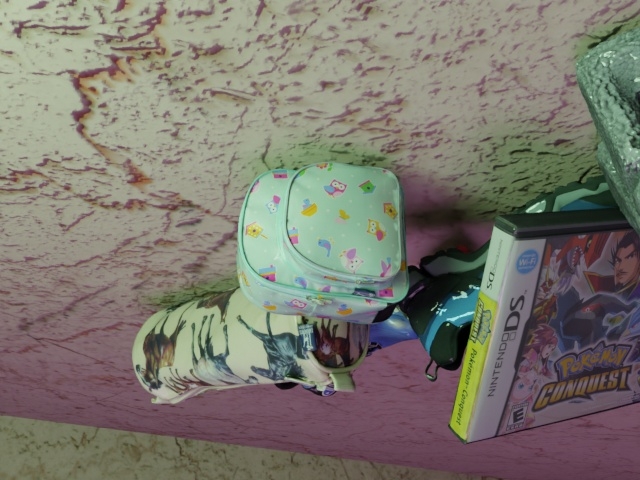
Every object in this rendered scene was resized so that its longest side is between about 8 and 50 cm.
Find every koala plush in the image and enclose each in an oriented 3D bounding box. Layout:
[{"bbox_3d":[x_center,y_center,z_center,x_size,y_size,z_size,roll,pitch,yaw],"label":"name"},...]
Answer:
[{"bbox_3d":[0.356,-0.079,0.509,0.221,0.203,0.196,-22,143,19],"label":"koala plush"}]

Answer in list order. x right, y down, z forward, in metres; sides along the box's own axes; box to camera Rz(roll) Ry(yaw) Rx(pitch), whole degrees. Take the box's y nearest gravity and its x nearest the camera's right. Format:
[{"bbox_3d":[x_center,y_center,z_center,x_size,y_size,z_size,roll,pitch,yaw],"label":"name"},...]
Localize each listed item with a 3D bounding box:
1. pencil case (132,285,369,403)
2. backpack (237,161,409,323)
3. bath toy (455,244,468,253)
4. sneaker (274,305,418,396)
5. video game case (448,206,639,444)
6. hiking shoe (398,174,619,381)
[{"bbox_3d":[-0.123,0.165,1.017,0.410,0.183,0.160,-17,147,36],"label":"pencil case"},{"bbox_3d":[0.000,0.000,0.698,0.188,0.165,0.144,3,155,-1],"label":"backpack"},{"bbox_3d":[0.309,0.068,0.842,0.348,0.151,0.129,3,117,9],"label":"bath toy"},{"bbox_3d":[0.039,0.189,1.080,0.130,0.147,0.330,26,144,-36],"label":"sneaker"},{"bbox_3d":[0.279,0.086,0.680,0.275,0.035,0.248,-4,115,-23],"label":"video game case"},{"bbox_3d":[0.239,0.043,0.731,0.304,0.132,0.113,-31,151,17],"label":"hiking shoe"}]
